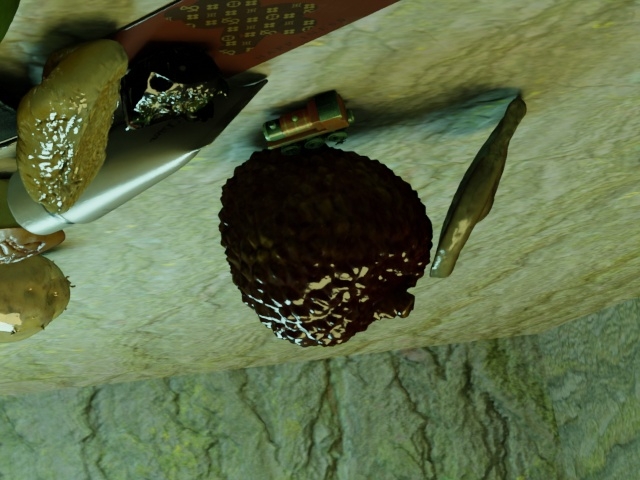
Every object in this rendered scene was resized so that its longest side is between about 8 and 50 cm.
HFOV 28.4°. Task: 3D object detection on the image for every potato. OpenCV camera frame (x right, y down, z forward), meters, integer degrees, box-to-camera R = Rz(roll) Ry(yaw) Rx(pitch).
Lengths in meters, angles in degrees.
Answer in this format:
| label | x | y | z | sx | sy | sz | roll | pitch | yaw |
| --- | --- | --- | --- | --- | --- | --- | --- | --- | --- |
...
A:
| label | x | y | z | sx | sy | sz | roll | pitch | yaw |
| --- | --- | --- | --- | --- | --- | --- | --- | --- | --- |
| potato | -0.463 | 0.081 | 1.750 | 0.234 | 0.128 | 0.161 | 13 | 143 | -38 |

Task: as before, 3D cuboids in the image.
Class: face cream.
| label | x | y | z | sx | sy | sz | roll | pitch | yaw |
| --- | --- | --- | --- | --- | --- | --- | --- | --- | --- |
| face cream | -0.196 | -0.082 | 1.310 | 0.314 | 0.089 | 0.143 | -17 | -158 | 34 |

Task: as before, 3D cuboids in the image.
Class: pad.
| label | x | y | z | sx | sy | sz | roll | pitch | yaw |
| --- | --- | --- | --- | --- | --- | --- | --- | --- | --- |
| pad | -0.063 | -0.195 | 1.126 | 0.267 | 0.004 | 0.181 | -19 | 165 | 34 |

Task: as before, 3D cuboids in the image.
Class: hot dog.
| label | x | y | z | sx | sy | sz | roll | pitch | yaw |
| --- | --- | --- | --- | --- | --- | --- | --- | --- | --- |
| hot dog | -0.235 | -0.108 | 1.155 | 0.073 | 0.084 | 0.242 | 29 | 152 | -2 |

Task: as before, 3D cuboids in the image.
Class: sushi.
| label | x | y | z | sx | sy | sz | roll | pitch | yaw |
| --- | --- | --- | --- | --- | --- | --- | --- | --- | --- |
| sushi | -0.133 | -0.144 | 1.169 | 0.084 | 0.056 | 0.083 | -2 | 158 | -27 |

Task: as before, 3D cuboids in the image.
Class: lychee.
| label | x | y | z | sx | sy | sz | roll | pitch | yaw |
| --- | --- | --- | --- | --- | --- | --- | --- | --- | --- |
| lychee | 0.000 | 0.000 | 1.460 | 0.236 | 0.271 | 0.236 | -41 | 151 | -28 |

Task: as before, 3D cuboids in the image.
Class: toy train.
| label | x | y | z | sx | sy | sz | roll | pitch | yaw |
| --- | --- | --- | --- | --- | --- | --- | --- | --- | --- |
| toy train | -0.016 | -0.126 | 1.383 | 0.103 | 0.044 | 0.064 | -15 | 163 | 15 |

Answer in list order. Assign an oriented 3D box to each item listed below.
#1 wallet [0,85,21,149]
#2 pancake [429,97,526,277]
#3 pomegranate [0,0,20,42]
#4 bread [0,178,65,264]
| label | x | y | z | sx | sy | sz | roll | pitch | yaw |
| --- | --- | --- | --- | --- | --- | --- | --- | --- | --- |
| wallet | -0.426 | -0.071 | 1.182 | 0.318 | 0.045 | 0.172 | -22 | 176 | 3 |
| pancake | 0.186 | -0.060 | 1.485 | 0.042 | 0.222 | 0.236 | 24 | -150 | 3 |
| pomegranate | -0.262 | -0.142 | 0.596 | 0.254 | 0.271 | 0.254 | 20 | 158 | 8 |
| bread | -0.366 | -0.017 | 1.484 | 0.125 | 0.086 | 0.156 | -2 | 166 | -38 |
